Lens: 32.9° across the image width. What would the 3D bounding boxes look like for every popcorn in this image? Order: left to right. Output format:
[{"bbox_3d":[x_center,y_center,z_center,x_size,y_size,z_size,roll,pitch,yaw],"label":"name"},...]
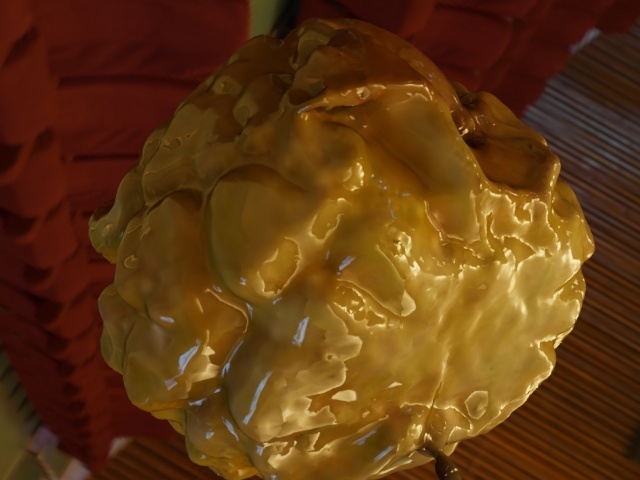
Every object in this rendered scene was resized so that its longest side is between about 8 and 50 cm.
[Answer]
[{"bbox_3d":[0.000,0.000,0.785,0.382,0.349,0.349,47,-66,46],"label":"popcorn"}]
